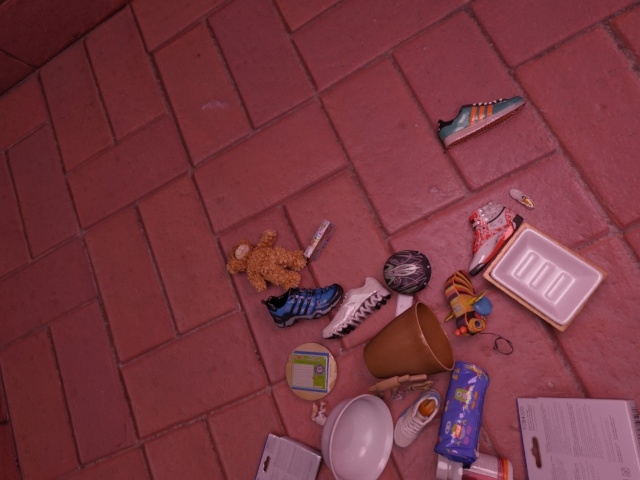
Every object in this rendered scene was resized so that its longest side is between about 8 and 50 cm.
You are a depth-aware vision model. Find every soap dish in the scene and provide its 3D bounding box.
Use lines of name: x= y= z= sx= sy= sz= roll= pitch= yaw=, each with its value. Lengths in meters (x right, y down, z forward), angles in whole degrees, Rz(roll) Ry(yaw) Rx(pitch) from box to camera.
soap dish: x=0.718 y=0.114 z=1.366 sx=0.290 sy=0.118 sz=0.229 roll=38 pitch=93 yaw=19

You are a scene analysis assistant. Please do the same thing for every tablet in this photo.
tablet: x=0.305 y=0.241 z=1.533 sx=0.054 sy=0.006 sz=0.084 roll=7 pitch=83 yaw=18

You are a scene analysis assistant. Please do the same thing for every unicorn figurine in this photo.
unicorn figurine: x=0.035 y=0.664 z=1.529 sx=0.161 sy=0.060 sz=0.111 roll=24 pitch=99 yaw=33

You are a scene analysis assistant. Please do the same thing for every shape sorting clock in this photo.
shape sorting clock: x=-0.035 y=0.490 z=1.580 sx=0.206 sy=0.040 sz=0.207 roll=-3 pitch=80 yaw=21

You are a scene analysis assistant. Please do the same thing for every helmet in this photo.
helmet: x=0.305 y=0.110 z=1.470 sx=0.169 sy=0.161 sz=0.170 roll=-3 pitch=81 yaw=17

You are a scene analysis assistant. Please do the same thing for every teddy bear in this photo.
teddy bear: x=-0.218 y=0.083 z=1.664 sx=0.337 sy=0.113 sz=0.245 roll=33 pitch=90 yaw=19

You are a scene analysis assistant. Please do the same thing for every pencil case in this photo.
pencil case: x=0.453 y=0.543 z=1.327 sx=0.133 sy=0.119 sz=0.306 roll=1 pitch=57 yaw=38

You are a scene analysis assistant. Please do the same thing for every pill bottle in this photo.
pill bottle: x=0.486 y=0.736 z=1.340 sx=0.221 sy=0.121 sz=0.121 roll=7 pitch=84 yaw=18

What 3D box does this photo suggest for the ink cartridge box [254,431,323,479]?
ink cartridge box: x=-0.120 y=0.851 z=1.549 sx=0.223 sy=0.045 sz=0.224 roll=16 pitch=86 yaw=20

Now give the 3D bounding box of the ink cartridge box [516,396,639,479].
ink cartridge box: x=0.759 y=0.629 z=1.222 sx=0.330 sy=0.071 sz=0.325 roll=-26 pitch=59 yaw=54

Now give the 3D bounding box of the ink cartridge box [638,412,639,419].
ink cartridge box: x=0.860 y=0.604 z=1.226 sx=0.158 sy=0.092 sz=0.218 roll=-2 pitch=77 yaw=52

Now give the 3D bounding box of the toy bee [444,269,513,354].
toy bee: x=0.491 y=0.240 z=1.377 sx=0.298 sy=0.162 sz=0.195 roll=48 pitch=136 yaw=39

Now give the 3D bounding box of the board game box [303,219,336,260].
board game box: x=0.000 y=0.000 z=1.612 sx=0.026 sy=0.103 sz=0.154 roll=31 pitch=92 yaw=19

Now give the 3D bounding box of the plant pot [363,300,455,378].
plant pot: x=0.279 y=0.365 z=1.422 sx=0.254 sy=0.237 sz=0.237 roll=-31 pitch=74 yaw=25

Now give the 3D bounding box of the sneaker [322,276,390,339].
sneaker: x=0.116 y=0.252 z=1.546 sx=0.292 sy=0.110 sz=0.118 roll=-39 pitch=65 yaw=0

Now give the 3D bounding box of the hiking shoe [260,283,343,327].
hiking shoe: x=-0.063 y=0.226 z=1.566 sx=0.303 sy=0.132 sz=0.113 roll=-25 pitch=30 yaw=11

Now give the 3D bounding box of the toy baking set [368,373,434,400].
toy baking set: x=0.260 y=0.499 z=1.401 sx=0.256 sy=0.196 sz=0.030 roll=-29 pitch=46 yaw=31

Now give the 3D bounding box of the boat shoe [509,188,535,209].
boat shoe: x=0.699 y=-0.146 z=1.455 sx=0.035 sy=0.035 sz=0.100 roll=-45 pitch=72 yaw=7

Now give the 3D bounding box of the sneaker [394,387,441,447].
sneaker: x=0.322 y=0.605 z=1.426 sx=0.087 sy=0.092 sz=0.229 roll=35 pitch=94 yaw=17

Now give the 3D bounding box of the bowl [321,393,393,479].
bowl: x=0.102 y=0.660 z=1.421 sx=0.134 sy=0.297 sz=0.298 roll=-5 pitch=78 yaw=51

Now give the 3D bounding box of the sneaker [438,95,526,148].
sneaker: x=0.567 y=-0.451 z=1.504 sx=0.302 sy=0.108 sz=0.121 roll=-25 pitch=79 yaw=14

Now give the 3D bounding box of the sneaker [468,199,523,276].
sneaker: x=0.554 y=-0.014 z=1.445 sx=0.145 sy=0.090 sz=0.270 roll=40 pitch=85 yaw=19
